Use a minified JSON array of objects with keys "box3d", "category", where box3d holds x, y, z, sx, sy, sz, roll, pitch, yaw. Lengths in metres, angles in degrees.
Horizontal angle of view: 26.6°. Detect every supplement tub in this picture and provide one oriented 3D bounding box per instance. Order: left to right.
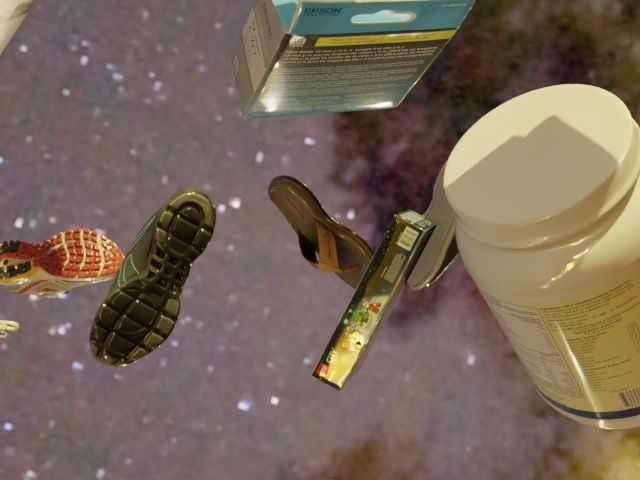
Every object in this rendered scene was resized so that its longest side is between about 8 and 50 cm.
[{"box3d":[0.283,0.020,1.435,0.325,0.235,0.235,57,-131,-37],"category":"supplement tub"}]

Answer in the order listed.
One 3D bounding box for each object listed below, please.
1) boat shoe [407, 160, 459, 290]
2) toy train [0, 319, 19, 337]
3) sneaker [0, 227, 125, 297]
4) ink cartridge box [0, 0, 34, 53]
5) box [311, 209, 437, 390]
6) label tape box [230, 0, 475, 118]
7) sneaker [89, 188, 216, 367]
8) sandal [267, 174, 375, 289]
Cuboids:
[{"box3d":[0.190,-0.025,1.962,0.079,0.095,0.254,-7,-44,-28],"category":"boat shoe"},{"box3d":[-0.417,0.100,1.460,0.125,0.166,0.046,-25,53,57],"category":"toy train"},{"box3d":[-0.402,0.039,2.094,0.092,0.225,0.088,57,-144,-55],"category":"sneaker"},{"box3d":[-0.470,-0.277,1.473,0.285,0.166,0.395,-25,-10,-43],"category":"ink cartridge box"},{"box3d":[0.072,0.074,1.765,0.233,0.044,0.159,-63,-7,8],"category":"box"},{"box3d":[0.035,-0.292,1.887,0.347,0.249,0.115,127,135,-65],"category":"label tape box"},{"box3d":[-0.224,0.050,1.830,0.267,0.101,0.106,-58,17,2],"category":"sneaker"},{"box3d":[0.000,0.000,1.935,0.060,0.219,0.090,-48,10,-37],"category":"sandal"}]
